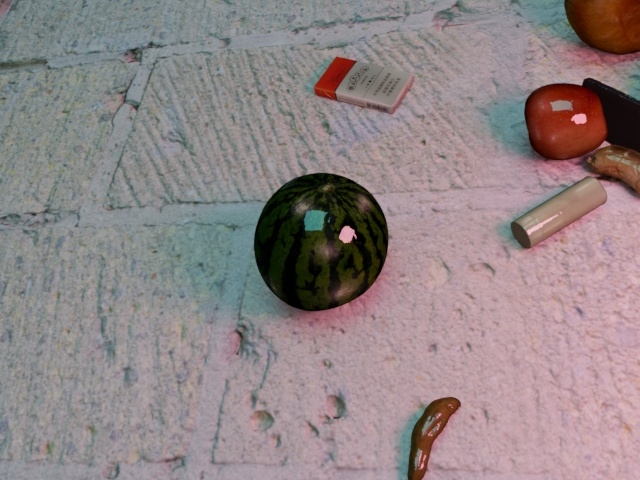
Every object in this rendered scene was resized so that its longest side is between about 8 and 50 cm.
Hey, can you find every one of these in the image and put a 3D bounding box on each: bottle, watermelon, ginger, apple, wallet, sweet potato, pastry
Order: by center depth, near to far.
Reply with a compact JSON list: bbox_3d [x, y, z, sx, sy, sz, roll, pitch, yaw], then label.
[{"bbox_3d":[0.195,0.358,1.222,0.053,0.054,0.182,16,62,35],"label":"sweet potato"},{"bbox_3d":[0.000,0.000,1.399,0.285,0.285,0.285,-7,53,10],"label":"watermelon"},{"bbox_3d":[0.511,-0.061,1.430,0.202,0.072,0.072,-30,53,-8],"label":"bottle"},{"bbox_3d":[0.679,-0.154,1.456,0.190,0.069,0.095,33,76,32],"label":"ginger"},{"bbox_3d":[0.549,-0.271,1.502,0.169,0.181,0.180,-12,51,25],"label":"apple"},{"bbox_3d":[0.684,-0.267,1.505,0.025,0.124,0.244,-25,49,-29],"label":"wallet"},{"bbox_3d":[0.771,-0.617,1.617,0.356,0.356,0.163,-20,46,0],"label":"pastry"}]

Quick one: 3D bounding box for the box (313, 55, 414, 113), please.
[{"bbox_3d":[0.118,-0.428,1.821,0.245,0.035,0.139,18,62,25],"label":"box"}]
